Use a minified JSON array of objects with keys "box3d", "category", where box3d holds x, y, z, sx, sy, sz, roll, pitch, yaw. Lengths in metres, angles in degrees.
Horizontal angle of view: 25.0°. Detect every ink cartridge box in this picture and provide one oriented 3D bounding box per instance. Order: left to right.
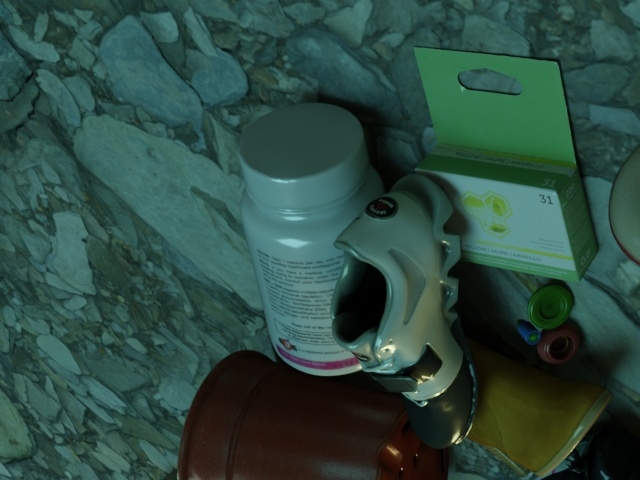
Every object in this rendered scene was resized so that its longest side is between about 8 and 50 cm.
[{"box3d":[0.175,-0.074,1.445,0.171,0.056,0.235,12,137,36],"category":"ink cartridge box"}]

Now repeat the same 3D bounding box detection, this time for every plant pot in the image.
[{"box3d":[0.004,0.287,1.831,0.265,0.272,0.272,4,131,30],"category":"plant pot"}]

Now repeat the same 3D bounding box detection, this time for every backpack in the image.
[{"box3d":[0.315,0.291,1.646,0.152,0.115,0.182,55,145,1],"category":"backpack"}]

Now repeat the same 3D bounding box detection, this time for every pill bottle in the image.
[{"box3d":[0.000,0.000,1.594,0.160,0.160,0.283,18,139,30],"category":"pill bottle"}]

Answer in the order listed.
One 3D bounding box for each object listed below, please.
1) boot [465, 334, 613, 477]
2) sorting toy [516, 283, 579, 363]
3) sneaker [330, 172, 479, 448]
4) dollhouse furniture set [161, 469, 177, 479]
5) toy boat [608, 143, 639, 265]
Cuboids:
[{"box3d":[0.190,0.159,1.601,0.211,0.104,0.295,43,160,5],"category":"boot"},{"box3d":[0.243,0.088,1.562,0.042,0.061,0.102,-125,15,-63],"category":"sorting toy"},{"box3d":[0.074,0.101,1.522,0.122,0.146,0.331,23,135,46],"category":"sneaker"},{"box3d":[-0.177,0.446,2.291,0.129,0.129,0.183,59,166,-23],"category":"dollhouse furniture set"},{"box3d":[0.368,-0.004,1.289,0.231,0.151,0.151,33,173,13],"category":"toy boat"}]
